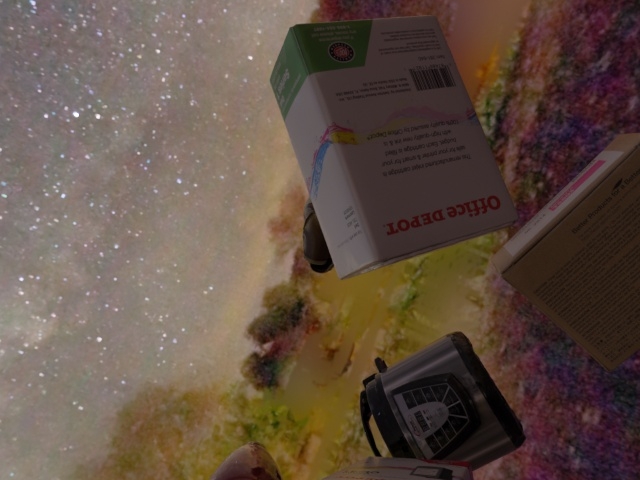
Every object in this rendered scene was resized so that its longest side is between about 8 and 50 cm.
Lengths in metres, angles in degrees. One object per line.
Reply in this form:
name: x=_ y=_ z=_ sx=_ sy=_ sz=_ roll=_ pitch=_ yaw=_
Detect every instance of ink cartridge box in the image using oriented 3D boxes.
ink cartridge box: x=0.148 y=0.473 z=0.855 sx=0.306 sy=0.226 sz=0.131 roll=39 pitch=-131 yaw=-63
ink cartridge box: x=0.082 y=-0.113 z=0.583 sx=0.117 sy=0.201 sz=0.278 roll=-38 pitch=69 yaw=65
ink cartridge box: x=0.373 y=0.014 z=0.610 sx=0.235 sy=0.193 sz=0.088 roll=-47 pitch=1 yaw=15

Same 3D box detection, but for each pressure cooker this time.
pressure cooker: x=0.331 y=0.518 z=1.421 sx=0.420 sy=0.376 sz=0.370 roll=-31 pitch=20 yaw=10

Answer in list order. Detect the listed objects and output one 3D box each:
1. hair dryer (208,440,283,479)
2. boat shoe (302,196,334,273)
hair dryer: x=-0.137 y=0.254 z=0.453 sx=0.293 sy=0.223 sz=0.080 roll=-1 pitch=-96 yaw=-55
boat shoe: x=0.008 y=0.002 z=0.920 sx=0.257 sy=0.095 sz=0.095 roll=78 pitch=-150 yaw=-69
